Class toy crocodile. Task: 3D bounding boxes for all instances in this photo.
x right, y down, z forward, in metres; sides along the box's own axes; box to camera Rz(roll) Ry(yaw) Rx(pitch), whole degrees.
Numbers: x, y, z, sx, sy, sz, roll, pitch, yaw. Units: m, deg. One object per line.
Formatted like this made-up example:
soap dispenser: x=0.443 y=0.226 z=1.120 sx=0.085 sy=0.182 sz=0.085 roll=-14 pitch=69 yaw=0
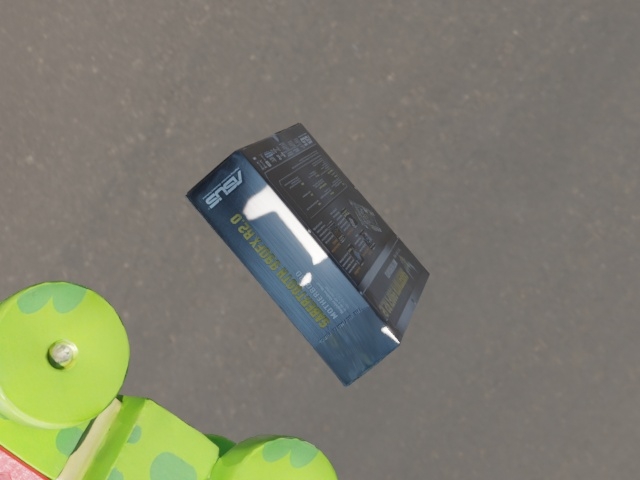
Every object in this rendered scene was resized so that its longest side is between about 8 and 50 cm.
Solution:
toy crocodile: x=-0.102 y=0.110 z=0.577 sx=0.340 sy=0.115 sz=0.105 roll=39 pitch=65 yaw=-22

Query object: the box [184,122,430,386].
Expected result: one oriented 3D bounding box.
box: x=0.000 y=0.000 z=0.942 sx=0.056 sy=0.231 sz=0.183 roll=-39 pitch=92 yaw=15
